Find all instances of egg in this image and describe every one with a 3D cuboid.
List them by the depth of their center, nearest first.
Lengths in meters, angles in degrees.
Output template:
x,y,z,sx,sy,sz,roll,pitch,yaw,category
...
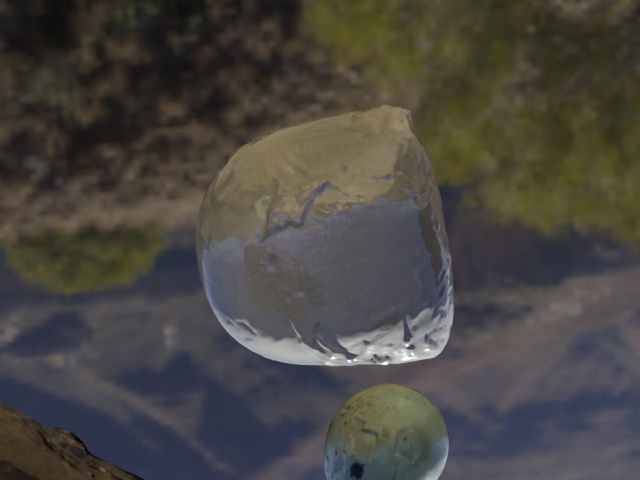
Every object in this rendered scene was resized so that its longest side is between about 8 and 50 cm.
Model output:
x,y,z,sx,sy,sz,roll,pitch,yaw,category
0.063,0.227,2.069,0.131,0.164,0.131,21,-150,-13,egg

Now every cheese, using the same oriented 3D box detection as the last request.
x,y,z,sx,sy,sz,roll,pitch,yaw,category
0.000,0.000,1.462,0.189,0.198,0.154,-9,-157,4,cheese

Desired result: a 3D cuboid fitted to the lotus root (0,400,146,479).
x,y,z,sx,sy,sz,roll,pitch,yaw,category
-0.192,0.199,1.219,0.329,0.167,0.078,25,-164,-11,lotus root
